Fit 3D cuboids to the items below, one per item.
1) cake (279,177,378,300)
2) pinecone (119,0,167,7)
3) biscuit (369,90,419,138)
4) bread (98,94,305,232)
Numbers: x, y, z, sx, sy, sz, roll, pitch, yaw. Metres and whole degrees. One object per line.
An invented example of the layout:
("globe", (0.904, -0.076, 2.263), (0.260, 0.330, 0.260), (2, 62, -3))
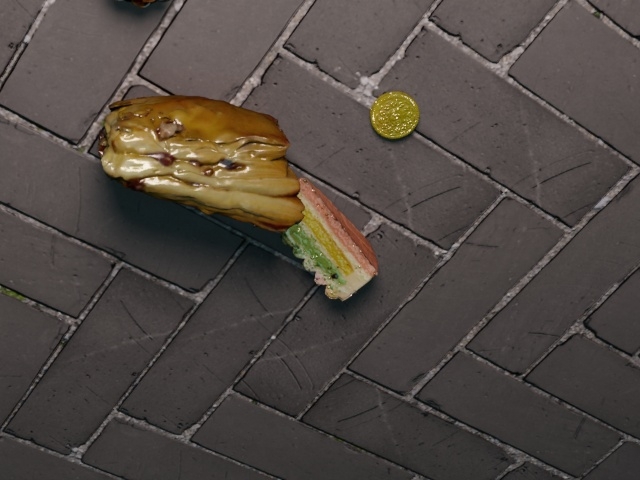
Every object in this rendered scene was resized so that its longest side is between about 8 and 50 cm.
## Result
("cake", (0.003, -0.008, 1.762), (0.109, 0.090, 0.225), (-36, 102, 20))
("pinecone", (-0.262, -0.401, 1.407), (0.140, 0.121, 0.140), (1, 108, 3))
("biscuit", (0.124, -0.210, 1.643), (0.084, 0.023, 0.084), (-3, 123, -5))
("bread", (-0.178, -0.141, 1.536), (0.325, 0.277, 0.167), (17, 98, -18))
